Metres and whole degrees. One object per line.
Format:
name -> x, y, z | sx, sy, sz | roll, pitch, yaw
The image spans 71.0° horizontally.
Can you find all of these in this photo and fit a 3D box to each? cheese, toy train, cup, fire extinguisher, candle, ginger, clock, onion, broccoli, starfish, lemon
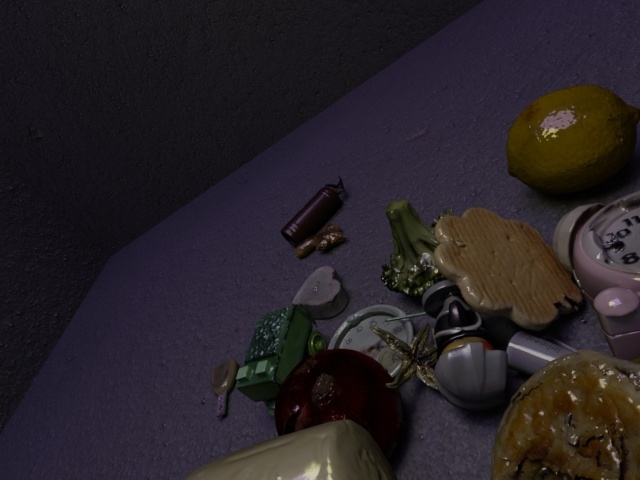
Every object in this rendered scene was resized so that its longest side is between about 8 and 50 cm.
cheese -> -0.288, 0.439, 1.327 | 0.097, 0.037, 0.192 | -35, 29, 12
toy train -> -0.088, 0.302, 1.129 | 0.159, 0.188, 0.271 | -22, 35, 32
cup -> 0.410, 0.208, 0.809 | 0.104, 0.074, 0.116 | -22, 21, -33
fire extinguisher -> -0.014, -0.128, 1.750 | 0.344, 0.102, 0.138 | -48, 37, -15
candle -> -0.005, 0.166, 1.353 | 0.168, 0.068, 0.192 | -32, 27, 7
ginger -> -0.006, 0.007, 1.595 | 0.214, 0.059, 0.133 | -30, 25, 14
clock -> 0.121, 0.262, 1.073 | 0.236, 0.053, 0.236 | -26, 34, 19
onion -> 0.023, 0.336, 0.892 | 0.272, 0.195, 0.272 | -13, 53, 18
broccoli -> 0.238, 0.015, 1.090 | 0.247, 0.243, 0.263 | -35, 17, 4
starfish -> 0.195, 0.244, 0.945 | 0.223, 0.217, 0.050 | -27, -28, -47
clock -> 0.590, 0.022, 0.743 | 0.342, 0.184, 0.326 | -17, 32, 24
lemon -> 0.579, -0.232, 1.047 | 0.267, 0.267, 0.267 | -29, 30, 19

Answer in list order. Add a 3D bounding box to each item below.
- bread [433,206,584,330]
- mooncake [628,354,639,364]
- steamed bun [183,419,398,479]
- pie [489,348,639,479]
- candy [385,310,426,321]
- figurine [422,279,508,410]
bread -> 0.368, 0.050, 0.904 | 0.316, 0.316, 0.054 | -72, -2, -45
mooncake -> 0.506, 0.239, 0.591 | 0.235, 0.117, 0.235 | -29, 33, 21
steamed bun -> -0.008, 0.515, 0.617 | 0.371, 0.290, 0.456 | -24, 45, 15
pie -> 0.350, 0.310, 0.587 | 0.339, 0.077, 0.339 | -163, 90, -71
candy -> 0.247, 0.163, 1.024 | 0.202, 0.061, 0.061 | -13, 34, 12
figurine -> 0.275, 0.208, 0.865 | 0.133, 0.176, 0.236 | -13, 41, 9
